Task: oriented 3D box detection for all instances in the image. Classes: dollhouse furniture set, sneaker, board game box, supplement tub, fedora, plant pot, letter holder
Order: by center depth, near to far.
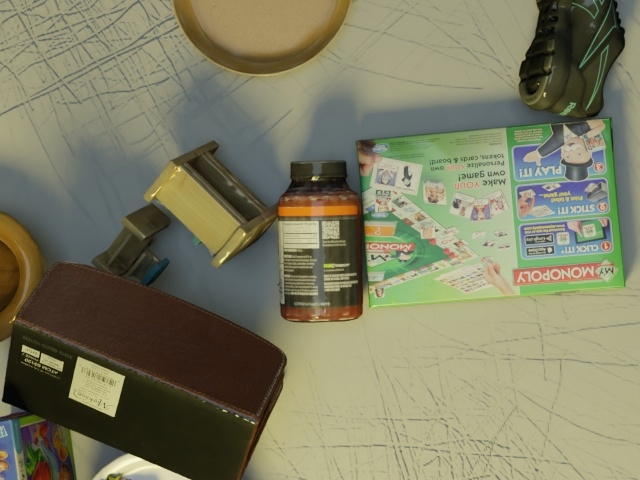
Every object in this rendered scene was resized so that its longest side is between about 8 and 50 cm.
[{"bbox_3d":[-0.193,0.132,1.794,0.302,0.214,0.152,22,133,4],"label":"letter holder"},{"bbox_3d":[-0.352,0.384,1.809,0.078,0.233,0.347,-9,87,6],"label":"board game box"},{"bbox_3d":[0.000,0.000,1.846,0.106,0.106,0.198,0,92,6],"label":"supplement tub"},{"bbox_3d":[0.322,-0.278,1.849,0.106,0.101,0.267,16,84,-21],"label":"sneaker"},{"bbox_3d":[0.210,-0.033,1.861,0.317,0.046,0.213,-4,88,6],"label":"board game box"},{"bbox_3d":[-0.164,-0.008,1.876,0.129,0.129,0.184,44,117,5],"label":"dollhouse furniture set"},{"bbox_3d":[-0.434,0.046,1.908,0.194,0.079,0.194,0,88,12],"label":"fedora"},{"bbox_3d":[-0.074,-0.326,1.909,0.236,0.032,0.236,0,88,5],"label":"plant pot"}]

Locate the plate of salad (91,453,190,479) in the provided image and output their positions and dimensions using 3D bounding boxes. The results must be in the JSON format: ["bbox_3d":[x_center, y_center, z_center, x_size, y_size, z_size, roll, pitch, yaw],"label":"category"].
[{"bbox_3d":[-0.202,0.352,1.806,0.200,0.048,0.200,0,87,7],"label":"plate of salad"}]

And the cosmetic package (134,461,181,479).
[{"bbox_3d":[-0.146,0.379,1.864,0.231,0.085,0.117,33,91,5],"label":"cosmetic package"}]
